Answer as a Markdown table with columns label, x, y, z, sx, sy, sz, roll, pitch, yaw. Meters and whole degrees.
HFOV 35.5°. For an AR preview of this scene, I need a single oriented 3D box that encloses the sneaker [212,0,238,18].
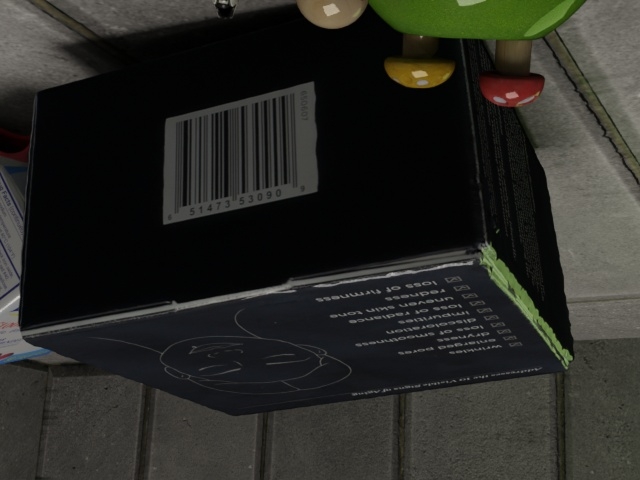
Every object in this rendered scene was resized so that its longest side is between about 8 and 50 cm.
| label | x | y | z | sx | sy | sz | roll | pitch | yaw |
| --- | --- | --- | --- | --- | --- | --- | --- | --- | --- |
| sneaker | -0.086 | -0.234 | 0.922 | 0.032 | 0.037 | 0.083 | 4 | 163 | 2 |

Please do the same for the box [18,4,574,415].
| label | x | y | z | sx | sy | sz | roll | pitch | yaw |
| --- | --- | --- | --- | --- | --- | --- | --- | --- | --- |
| box | 0.000 | 0.000 | 1.145 | 0.480 | 0.297 | 0.472 | -11 | 156 | 19 |

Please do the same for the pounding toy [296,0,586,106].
| label | x | y | z | sx | sy | sz | roll | pitch | yaw |
| --- | --- | --- | --- | --- | --- | --- | --- | --- | --- |
| pounding toy | 0.101 | -0.155 | 0.749 | 0.183 | 0.110 | 0.237 | 10 | -164 | 28 |

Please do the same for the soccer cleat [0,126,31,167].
| label | x | y | z | sx | sy | sz | roll | pitch | yaw |
| --- | --- | --- | --- | --- | --- | --- | --- | --- | --- |
| soccer cleat | -0.488 | -0.138 | 1.288 | 0.248 | 0.083 | 0.095 | 19 | 127 | -30 |

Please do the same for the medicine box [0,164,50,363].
| label | x | y | z | sx | sy | sz | roll | pitch | yaw |
| --- | --- | --- | --- | --- | --- | --- | --- | --- | --- |
| medicine box | -0.381 | 0.039 | 1.298 | 0.289 | 0.149 | 0.263 | -34 | 168 | 23 |
